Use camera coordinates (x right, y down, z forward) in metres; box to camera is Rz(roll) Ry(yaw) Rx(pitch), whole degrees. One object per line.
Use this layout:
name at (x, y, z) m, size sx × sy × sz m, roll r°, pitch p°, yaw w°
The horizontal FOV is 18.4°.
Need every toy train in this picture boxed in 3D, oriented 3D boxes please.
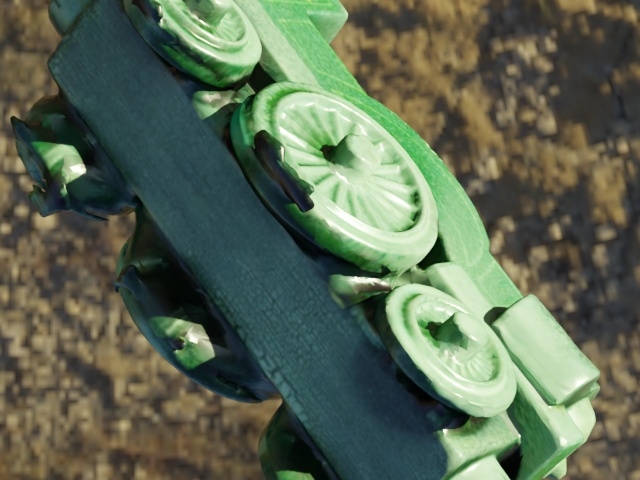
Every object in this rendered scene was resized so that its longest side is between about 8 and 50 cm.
toy train at (0.000, 0.000, 0.497) m, size 0.071 × 0.178 × 0.104 m, roll -46°, pitch 160°, yaw 26°
